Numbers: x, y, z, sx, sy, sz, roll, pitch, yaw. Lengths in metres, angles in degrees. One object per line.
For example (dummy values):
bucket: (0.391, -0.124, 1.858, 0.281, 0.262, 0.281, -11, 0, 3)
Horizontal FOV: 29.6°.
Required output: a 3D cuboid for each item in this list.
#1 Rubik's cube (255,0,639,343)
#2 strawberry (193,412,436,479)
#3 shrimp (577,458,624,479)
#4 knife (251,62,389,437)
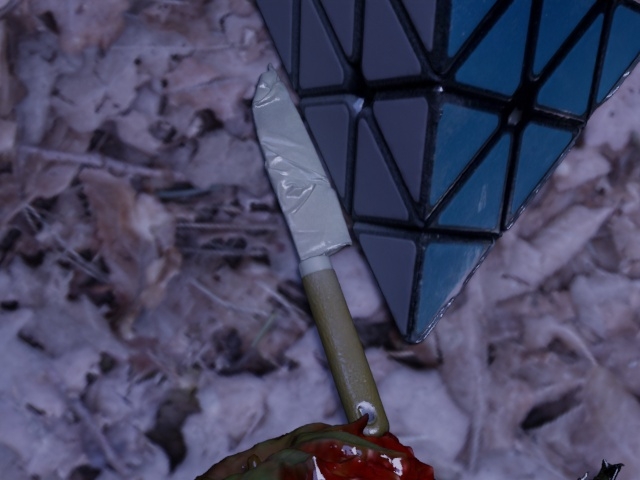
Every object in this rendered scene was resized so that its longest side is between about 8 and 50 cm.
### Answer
Rubik's cube: (0.086, -0.117, 0.825, 0.229, 0.233, 0.228, 44, 32, -20)
strawberry: (0.001, 0.239, 0.713, 0.205, 0.205, 0.244, -22, 93, -4)
shrimp: (0.169, 0.221, 0.770, 0.091, 0.034, 0.161, 26, 81, -1)
knife: (0.000, 0.001, 0.859, 0.047, 0.017, 0.298, -18, 68, -4)
